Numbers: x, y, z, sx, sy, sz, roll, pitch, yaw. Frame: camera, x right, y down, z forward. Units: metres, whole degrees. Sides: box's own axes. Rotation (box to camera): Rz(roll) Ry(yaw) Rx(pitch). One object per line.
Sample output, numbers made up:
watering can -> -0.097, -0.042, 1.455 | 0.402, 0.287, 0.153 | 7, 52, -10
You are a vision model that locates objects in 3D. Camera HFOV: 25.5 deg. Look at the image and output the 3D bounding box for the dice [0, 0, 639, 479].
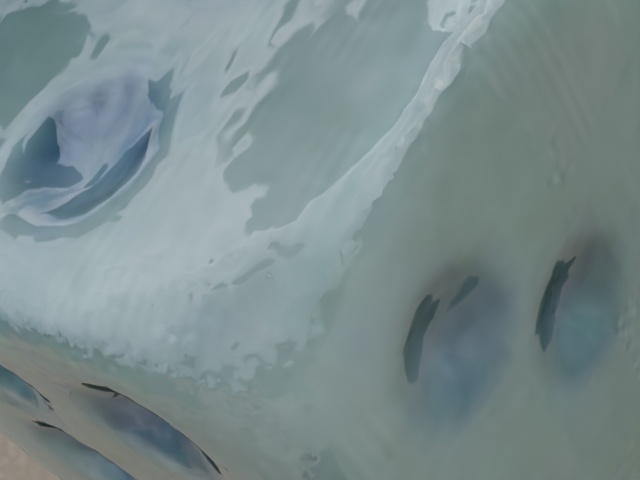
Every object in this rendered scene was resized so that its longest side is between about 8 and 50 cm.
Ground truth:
dice -> 0.000, 0.000, 0.609 | 0.265, 0.268, 0.262 | 13, 60, 39
